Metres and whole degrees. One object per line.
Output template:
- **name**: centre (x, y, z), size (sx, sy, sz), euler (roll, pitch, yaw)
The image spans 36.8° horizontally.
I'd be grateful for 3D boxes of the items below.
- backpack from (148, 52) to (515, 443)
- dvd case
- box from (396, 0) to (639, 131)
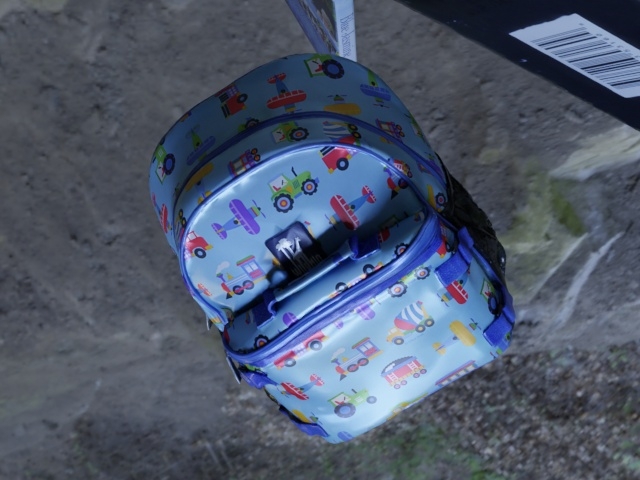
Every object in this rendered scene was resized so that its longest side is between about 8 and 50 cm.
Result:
- **backpack**: centre (0.000, 0.000, 0.499), size (0.158, 0.117, 0.173), euler (-29, 125, 13)
- **dvd case**: centre (-0.019, -0.259, 0.887), size (0.022, 0.253, 0.180), euler (-28, 75, -4)
- **box**: centre (0.233, -0.244, 0.614), size (0.294, 0.296, 0.183), euler (-68, 21, -5)
